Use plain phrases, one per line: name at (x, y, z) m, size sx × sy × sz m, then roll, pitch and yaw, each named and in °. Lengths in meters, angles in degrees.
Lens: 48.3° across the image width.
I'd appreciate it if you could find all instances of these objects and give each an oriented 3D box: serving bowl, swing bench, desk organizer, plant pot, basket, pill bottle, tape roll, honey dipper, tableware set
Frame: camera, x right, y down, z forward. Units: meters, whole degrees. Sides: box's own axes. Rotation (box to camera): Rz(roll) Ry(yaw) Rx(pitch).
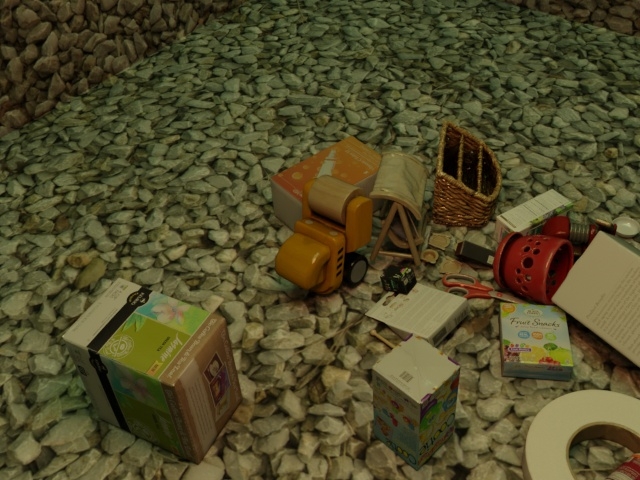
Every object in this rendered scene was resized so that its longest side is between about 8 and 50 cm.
serving bowl at (0.943, -0.036, 2.209) m, size 0.083 × 0.027 × 0.083 m, roll -2°, pitch 44°, yaw 2°
swing bench at (0.244, -0.102, 2.157) m, size 0.165 × 0.255 × 0.253 m, roll 6°, pitch 38°, yaw 11°
desk organizer at (0.472, 0.045, 2.134) m, size 0.130 × 0.050 × 0.047 m, roll 20°, pitch 77°, yaw -9°
plant pot at (0.594, 0.074, 2.007) m, size 0.174 × 0.191 × 0.191 m, roll 14°, pitch 44°, yaw 40°
basket at (0.480, -0.216, 2.301) m, size 0.213 × 0.223 × 0.299 m, roll 6°, pitch 43°, yaw 11°
pill bottle at (0.644, 0.523, 1.498) m, size 0.152 × 0.086 × 0.086 m, roll -29°, pitch 49°, yaw -23°
tape roll at (0.657, 0.519, 1.615) m, size 0.392 × 0.072 × 0.392 m, roll -2°, pitch 44°, yaw 2°
honey dipper at (0.195, 0.285, 1.934) m, size 0.030 × 0.030 × 0.160 m, roll -33°, pitch 48°, yaw -27°
tableware set at (0.383, 0.037, 2.187) m, size 0.141 × 0.020 × 0.169 m, roll 20°, pitch 48°, yaw 23°

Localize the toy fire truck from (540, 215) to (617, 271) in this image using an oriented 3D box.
toy fire truck at (0.747, -0.012, 2.042) m, size 0.217 × 0.246 × 0.158 m, roll 9°, pitch 44°, yaw 14°

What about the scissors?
scissors at (0.499, 0.147, 2.059) m, size 0.297 × 0.021 × 0.109 m, roll 5°, pitch 42°, yaw 12°

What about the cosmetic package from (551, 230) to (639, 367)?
cosmetic package at (0.846, 0.195, 1.794) m, size 0.161 × 0.230 × 0.453 m, roll 8°, pitch 28°, yaw -48°

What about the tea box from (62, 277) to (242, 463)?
tea box at (-0.393, 0.315, 1.734) m, size 0.323 × 0.329 × 0.220 m, roll 16°, pitch 47°, yaw 21°

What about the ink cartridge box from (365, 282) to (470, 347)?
ink cartridge box at (0.273, 0.205, 2.012) m, size 0.189 × 0.066 × 0.232 m, roll -39°, pitch 32°, yaw -30°

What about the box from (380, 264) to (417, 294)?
box at (0.227, 0.114, 2.080) m, size 0.083 × 0.052 × 0.062 m, roll 9°, pitch 41°, yaw 40°

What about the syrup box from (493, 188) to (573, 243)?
syrup box at (0.658, -0.060, 2.213) m, size 0.237 × 0.093 × 0.096 m, roll -25°, pitch 47°, yaw -21°

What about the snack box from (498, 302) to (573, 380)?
snack box at (0.565, 0.265, 1.893) m, size 0.174 × 0.070 × 0.207 m, roll 2°, pitch 42°, yaw 7°

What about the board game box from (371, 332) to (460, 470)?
board game box at (0.220, 0.375, 1.655) m, size 0.142 × 0.275 × 0.144 m, roll -35°, pitch 51°, yaw -29°

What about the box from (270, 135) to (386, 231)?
box at (0.041, -0.165, 2.323) m, size 0.345 × 0.168 × 0.215 m, roll -31°, pitch 49°, yaw -25°

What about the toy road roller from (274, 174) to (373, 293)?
toy road roller at (0.000, 0.000, 2.036) m, size 0.202 × 0.329 × 0.240 m, roll 25°, pitch 35°, yaw 35°
